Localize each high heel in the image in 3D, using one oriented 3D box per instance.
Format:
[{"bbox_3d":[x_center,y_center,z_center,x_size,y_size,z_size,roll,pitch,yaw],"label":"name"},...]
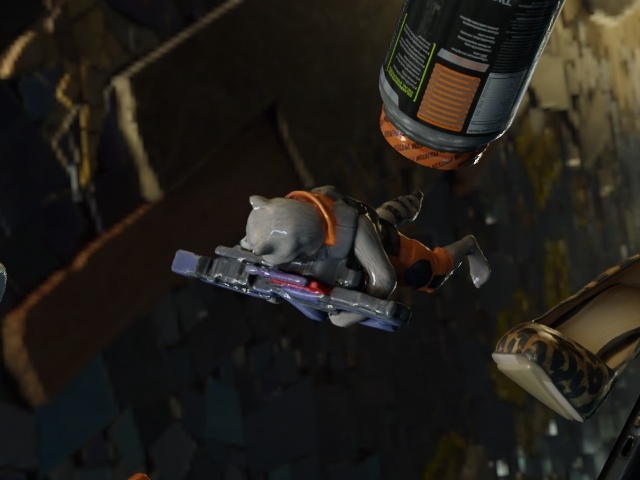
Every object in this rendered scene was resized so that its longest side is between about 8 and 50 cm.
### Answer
[{"bbox_3d":[0.225,0.049,1.086,0.093,0.186,0.261,37,-178,21],"label":"high heel"}]

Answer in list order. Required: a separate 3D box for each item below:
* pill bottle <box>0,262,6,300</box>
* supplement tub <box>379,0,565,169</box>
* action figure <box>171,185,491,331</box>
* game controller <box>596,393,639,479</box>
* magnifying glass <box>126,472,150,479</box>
[{"bbox_3d":[-0.504,0.026,1.630,0.245,0.130,0.130,29,175,9],"label":"pill bottle"},{"bbox_3d":[0.191,-0.257,1.799,0.193,0.193,0.316,-2,135,-23],"label":"supplement tub"},{"bbox_3d":[0.000,0.000,1.628,0.341,0.178,0.330,12,179,31],"label":"action figure"},{"bbox_3d":[0.378,0.187,1.385,0.166,0.319,0.067,27,179,-21],"label":"game controller"},{"bbox_3d":[-0.222,0.271,1.312,0.026,0.092,0.231,-33,178,25],"label":"magnifying glass"}]
